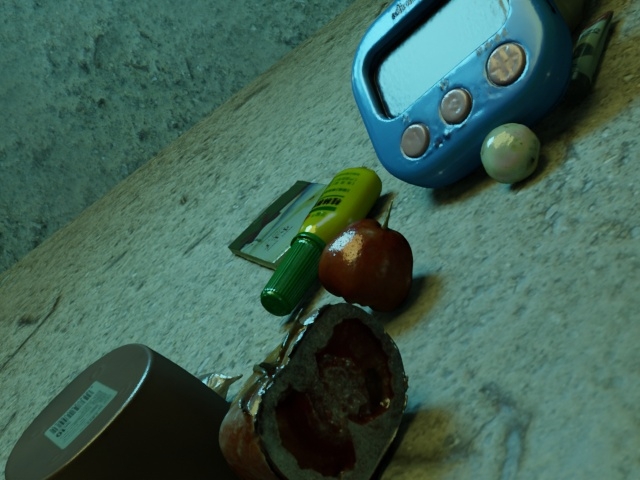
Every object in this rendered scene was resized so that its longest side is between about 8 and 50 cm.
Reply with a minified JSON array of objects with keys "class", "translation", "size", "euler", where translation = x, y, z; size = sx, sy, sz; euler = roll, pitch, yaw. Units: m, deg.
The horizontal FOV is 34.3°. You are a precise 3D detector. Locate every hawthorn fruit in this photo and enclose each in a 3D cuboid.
[{"class":"hawthorn fruit","translation":[0.065,0.031,1.355],"size":[0.140,0.125,0.125],"euler":[-53,8,36]}]

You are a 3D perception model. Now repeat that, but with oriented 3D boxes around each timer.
[{"class":"timer","translation":[0.205,-0.259,1.540],"size":[0.340,0.115,0.309],"euler":[-39,55,31]}]

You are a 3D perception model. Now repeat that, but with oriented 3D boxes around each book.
[{"class":"book","translation":[-0.057,-0.032,1.893],"size":[0.201,0.026,0.289],"euler":[-43,18,-13]}]

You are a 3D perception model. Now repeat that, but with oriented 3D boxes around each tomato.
[{"class":"tomato","translation":[-0.023,0.184,1.116],"size":[0.155,0.181,0.214],"euler":[-27,19,52]}]

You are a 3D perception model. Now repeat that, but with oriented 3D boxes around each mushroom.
[{"class":"mushroom","translation":[0.259,-0.117,1.410],"size":[0.083,0.067,0.084],"euler":[-7,68,19]}]

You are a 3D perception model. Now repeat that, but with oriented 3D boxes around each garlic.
[{"class":"garlic","translation":[-0.173,0.235,1.471],"size":[0.152,0.066,0.084],"euler":[-47,47,-7]}]

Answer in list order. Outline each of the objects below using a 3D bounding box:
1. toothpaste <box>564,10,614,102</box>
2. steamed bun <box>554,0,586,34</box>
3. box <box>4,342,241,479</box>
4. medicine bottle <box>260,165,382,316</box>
[{"class":"toothpaste","translation":[0.399,-0.279,1.556],"size":[0.062,0.039,0.239],"euler":[-34,16,40]},{"class":"steamed bun","translation":[0.269,-0.411,1.771],"size":[0.342,0.255,0.368],"euler":[-22,27,37]},{"class":"box","translation":[-0.218,0.272,1.232],"size":[0.301,0.216,0.301],"euler":[-37,17,13]},{"class":"medicine bottle","translation":[0.000,0.000,1.637],"size":[0.111,0.076,0.309],"euler":[-21,27,47]}]
